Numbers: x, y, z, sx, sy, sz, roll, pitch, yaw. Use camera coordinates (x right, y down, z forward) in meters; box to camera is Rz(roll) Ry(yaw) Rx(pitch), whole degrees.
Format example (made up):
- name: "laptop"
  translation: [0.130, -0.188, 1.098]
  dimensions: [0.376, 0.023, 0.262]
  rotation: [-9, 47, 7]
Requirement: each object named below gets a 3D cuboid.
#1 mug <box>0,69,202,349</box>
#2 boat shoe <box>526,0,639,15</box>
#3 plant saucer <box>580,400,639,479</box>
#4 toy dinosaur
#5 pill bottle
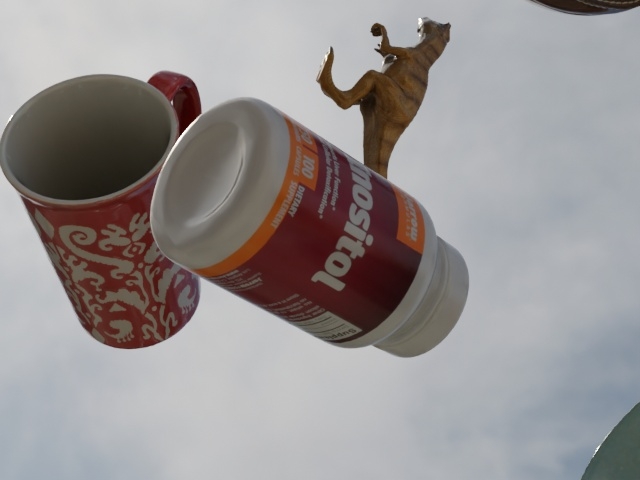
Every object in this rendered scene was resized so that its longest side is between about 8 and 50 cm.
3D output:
- name: "mug"
  translation: [-0.121, -0.020, 1.011]
  dimensions: [0.113, 0.150, 0.169]
  rotation: [48, -21, 35]
- name: "boat shoe"
  translation: [0.128, -0.189, 0.921]
  dimensions: [0.207, 0.073, 0.073]
  rotation: [16, 1, -24]
- name: "plant saucer"
  translation: [0.204, 0.131, 0.670]
  dimensions: [0.195, 0.195, 0.037]
  rotation: [-4, -40, 36]
- name: "toy dinosaur"
  translation: [0.048, -0.102, 1.158]
  dimensions: [0.112, 0.211, 0.064]
  rotation: [22, -24, -5]
- name: "pill bottle"
  translation: [0.000, 0.000, 0.727]
  dimensions: [0.086, 0.086, 0.152]
  rotation: [-15, -34, 42]
